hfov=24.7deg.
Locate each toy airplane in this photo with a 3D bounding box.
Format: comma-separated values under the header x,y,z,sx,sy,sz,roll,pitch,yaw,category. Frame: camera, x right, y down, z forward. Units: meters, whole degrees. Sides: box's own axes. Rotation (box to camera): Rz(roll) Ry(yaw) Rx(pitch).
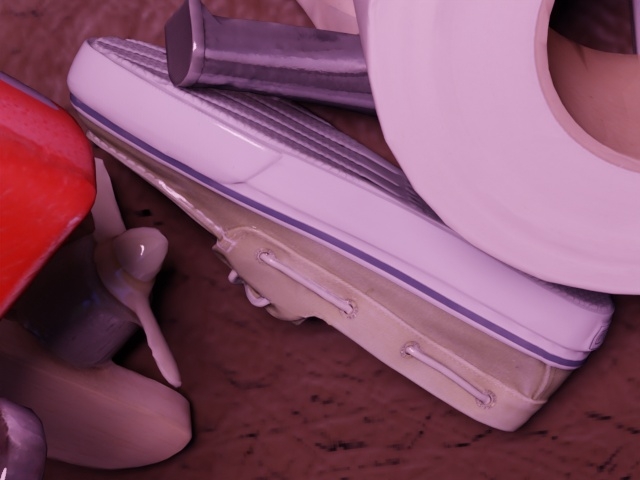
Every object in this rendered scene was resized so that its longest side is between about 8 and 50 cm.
x,y,z,sx,sy,sz,roll,pitch,yaw,category
-0.257,0.006,0.665,0.384,0.386,0.272,5,66,6,toy airplane

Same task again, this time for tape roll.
x,y,z,sx,sy,sz,roll,pitch,yaw,category
0.153,-0.115,0.610,0.286,0.100,0.286,-2,129,-3,tape roll

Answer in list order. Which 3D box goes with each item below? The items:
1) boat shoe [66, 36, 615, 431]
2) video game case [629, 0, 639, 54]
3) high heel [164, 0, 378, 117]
x,y,z,sx,sy,sz,roll,pitch,yaw,category
0.000,0.000,0.737,0.302,0.109,0.094,29,106,-1,boat shoe
0.270,-0.018,0.742,0.204,0.025,0.285,-6,100,8,video game case
0.016,-0.187,0.734,0.186,0.093,0.261,5,80,-26,high heel
